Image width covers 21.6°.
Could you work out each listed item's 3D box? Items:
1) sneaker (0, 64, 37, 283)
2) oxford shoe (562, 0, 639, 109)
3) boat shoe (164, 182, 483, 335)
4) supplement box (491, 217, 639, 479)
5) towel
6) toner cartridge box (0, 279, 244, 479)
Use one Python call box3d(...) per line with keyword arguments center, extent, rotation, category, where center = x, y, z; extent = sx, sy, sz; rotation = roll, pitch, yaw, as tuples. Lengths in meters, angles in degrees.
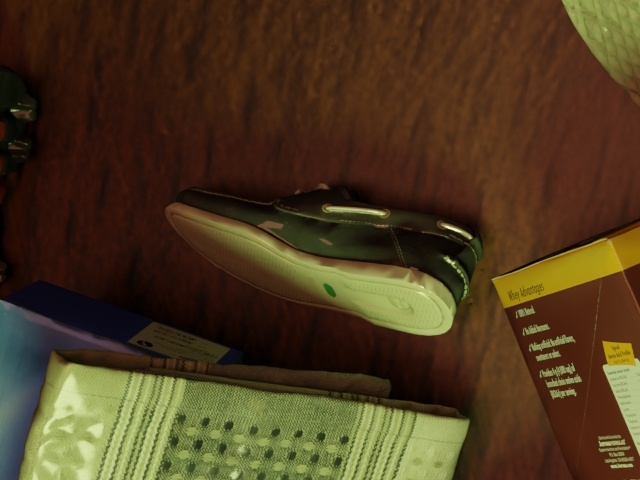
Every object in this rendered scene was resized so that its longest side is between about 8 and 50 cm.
box3d(center=(-0.306, -0.006, 1.265), extent=(0.135, 0.097, 0.276), rotation=(14, 97, 17), category="sneaker")
box3d(center=(0.324, -0.046, 1.025), extent=(0.130, 0.169, 0.449), rotation=(-34, 83, -18), category="oxford shoe")
box3d(center=(0.000, 0.000, 1.183), extent=(0.233, 0.084, 0.079), rotation=(14, 61, 24), category="boat shoe")
box3d(center=(0.226, 0.078, 1.019), extent=(0.129, 0.191, 0.194), rotation=(-21, 87, -17), category="supplement box")
box3d(center=(-0.076, 0.229, 1.130), extent=(0.312, 0.056, 0.324), rotation=(11, 105, -26), category="towel")
box3d(center=(-0.184, 0.220, 1.187), extent=(0.165, 0.075, 0.348), rotation=(19, 102, 11), category="toner cartridge box")
